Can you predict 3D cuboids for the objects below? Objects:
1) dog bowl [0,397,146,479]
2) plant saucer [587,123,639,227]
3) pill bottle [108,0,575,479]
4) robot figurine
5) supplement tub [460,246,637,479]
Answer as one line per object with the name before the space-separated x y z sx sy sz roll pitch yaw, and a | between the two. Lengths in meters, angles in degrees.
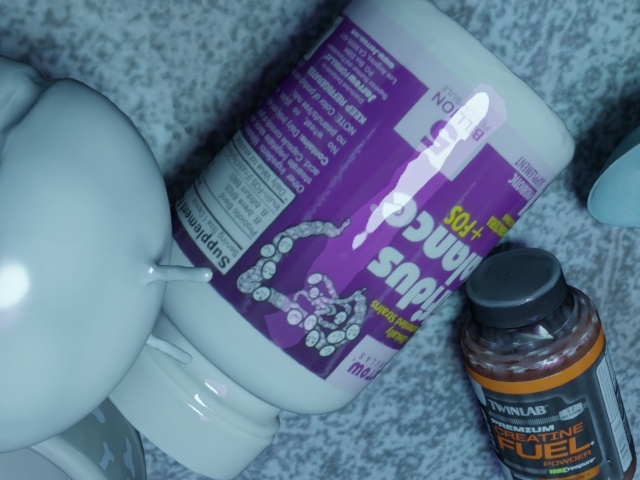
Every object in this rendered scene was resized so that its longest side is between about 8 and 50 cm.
dog bowl | -0.279 0.212 0.781 0.349 0.102 0.348 -7 115 -15
plant saucer | 0.277 -0.069 0.831 0.195 0.037 0.195 -12 157 -5
pill bottle | 0.000 0.000 0.735 0.169 0.169 0.301 37 99 -29
robot figurine | -0.229 -0.012 0.604 0.354 0.300 0.199 18 76 -2
supplement tub | 0.165 0.104 0.876 0.106 0.106 0.197 -25 119 -6
